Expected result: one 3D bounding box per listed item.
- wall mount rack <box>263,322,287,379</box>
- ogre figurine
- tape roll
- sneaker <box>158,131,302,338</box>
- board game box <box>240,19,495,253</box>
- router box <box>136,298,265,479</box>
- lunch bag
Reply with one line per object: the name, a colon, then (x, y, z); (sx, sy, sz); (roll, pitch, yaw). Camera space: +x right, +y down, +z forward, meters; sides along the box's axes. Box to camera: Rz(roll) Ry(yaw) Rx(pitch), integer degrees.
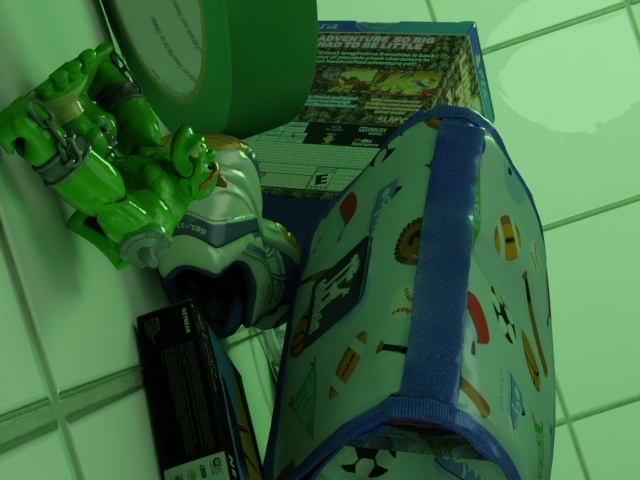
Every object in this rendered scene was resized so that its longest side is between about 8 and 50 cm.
wall mount rack: (0.061, 0.222, 1.365); (0.304, 0.130, 0.350); (19, -48, 62)
ogre figurine: (-0.124, -0.051, 0.680); (0.118, 0.097, 0.197); (53, -8, -14)
tape roll: (-0.112, -0.235, 0.925); (0.321, 0.077, 0.321); (48, -30, 41)
sneaker: (-0.086, 0.032, 0.968); (0.296, 0.111, 0.131); (63, 26, -61)
board game box: (0.028, -0.098, 1.227); (0.291, 0.232, 0.141); (-61, 145, -37)
router box: (-0.073, 0.149, 0.781); (0.133, 0.046, 0.179); (68, 5, -57)
lunch bag: (0.084, 0.125, 0.963); (0.385, 0.239, 0.328); (89, 10, -48)
